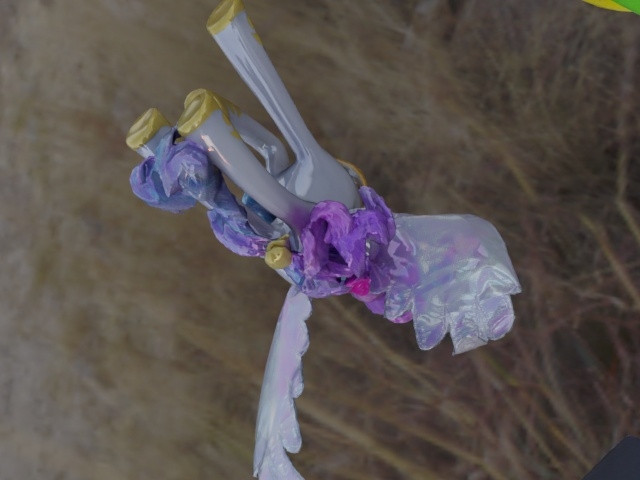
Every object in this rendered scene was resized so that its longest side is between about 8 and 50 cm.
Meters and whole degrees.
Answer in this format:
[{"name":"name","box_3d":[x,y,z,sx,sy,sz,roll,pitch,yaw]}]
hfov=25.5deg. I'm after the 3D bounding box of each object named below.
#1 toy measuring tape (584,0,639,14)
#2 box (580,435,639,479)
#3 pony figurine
[{"name":"toy measuring tape","box_3d":[0.098,-0.171,0.567,0.330,0.121,0.121,42,113,48]},{"name":"box","box_3d":[0.370,0.364,1.243,0.296,0.182,0.294,11,123,40]},{"name":"pony figurine","box_3d":[0.000,0.000,1.239,0.302,0.363,0.351,-35,25,25]}]
